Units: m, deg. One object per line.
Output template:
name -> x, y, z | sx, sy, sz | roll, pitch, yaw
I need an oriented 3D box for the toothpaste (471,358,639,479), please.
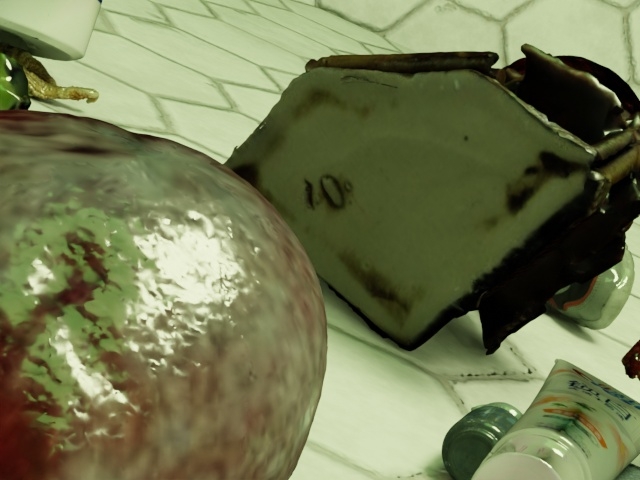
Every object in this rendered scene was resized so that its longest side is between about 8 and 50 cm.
toothpaste -> 0.168, 0.131, 0.977 | 0.100, 0.066, 0.323 | 28, 15, 16

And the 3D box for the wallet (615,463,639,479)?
wallet -> 0.263, 0.209, 1.016 | 0.222, 0.036, 0.167 | 19, 14, -22

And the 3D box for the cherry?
cherry -> -0.115, 0.055, 0.649 | 0.230, 0.203, 0.300 | 28, 22, -10

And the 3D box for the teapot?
teapot -> 0.120, 0.139, 1.002 | 0.064, 0.049, 0.083 | 10, 10, 19

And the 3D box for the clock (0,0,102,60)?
clock -> -0.341, -0.251, 1.509 | 0.230, 0.083, 0.230 | 14, -1, 0

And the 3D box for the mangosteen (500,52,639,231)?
mangosteen -> 0.274, -0.083, 1.704 | 0.228, 0.265, 0.228 | -20, 11, 4

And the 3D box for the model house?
model house -> 0.136, -0.073, 1.277 | 0.283, 0.317, 0.297 | -11, 61, -50

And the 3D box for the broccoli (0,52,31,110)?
broccoli -> -0.238, -0.045, 0.911 | 0.154, 0.160, 0.167 | 51, 4, -2

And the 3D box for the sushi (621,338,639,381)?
sushi -> 0.375, 0.146, 1.172 | 0.167, 0.179, 0.296 | 8, -26, 40

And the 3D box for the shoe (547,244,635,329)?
shoe -> 0.219, 0.007, 1.518 | 0.125, 0.099, 0.227 | 23, 7, -36

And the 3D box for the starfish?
starfish -> -0.319, -0.182, 1.471 | 0.210, 0.053, 0.150 | 22, 19, -12
